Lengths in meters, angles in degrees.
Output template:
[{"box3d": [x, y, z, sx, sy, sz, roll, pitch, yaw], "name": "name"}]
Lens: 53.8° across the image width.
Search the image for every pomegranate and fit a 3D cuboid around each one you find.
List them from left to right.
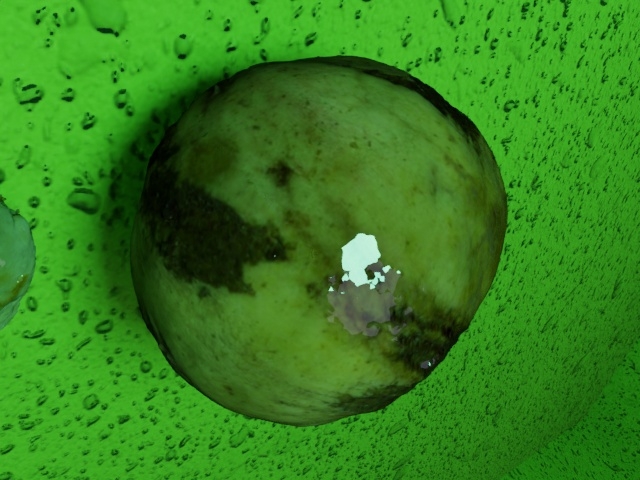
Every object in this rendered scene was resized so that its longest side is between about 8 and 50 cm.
[{"box3d": [0.000, 0.000, 0.525, 0.322, 0.322, 0.322, -27, 140, -25], "name": "pomegranate"}]

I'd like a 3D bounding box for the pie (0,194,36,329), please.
[{"box3d": [-0.303, 0.016, 0.395, 0.248, 0.090, 0.201, 1, 121, -50], "name": "pie"}]
